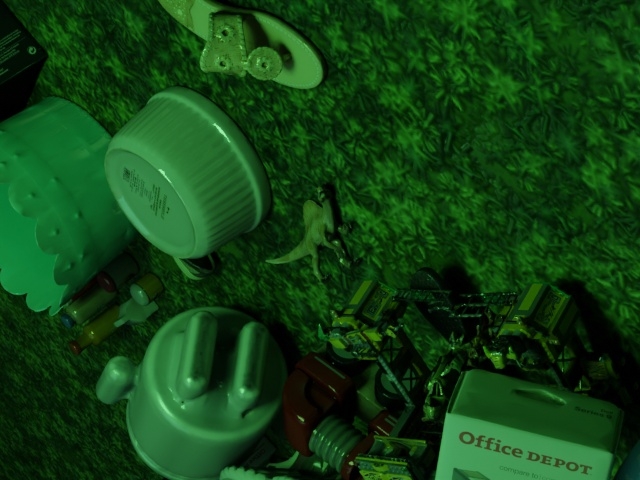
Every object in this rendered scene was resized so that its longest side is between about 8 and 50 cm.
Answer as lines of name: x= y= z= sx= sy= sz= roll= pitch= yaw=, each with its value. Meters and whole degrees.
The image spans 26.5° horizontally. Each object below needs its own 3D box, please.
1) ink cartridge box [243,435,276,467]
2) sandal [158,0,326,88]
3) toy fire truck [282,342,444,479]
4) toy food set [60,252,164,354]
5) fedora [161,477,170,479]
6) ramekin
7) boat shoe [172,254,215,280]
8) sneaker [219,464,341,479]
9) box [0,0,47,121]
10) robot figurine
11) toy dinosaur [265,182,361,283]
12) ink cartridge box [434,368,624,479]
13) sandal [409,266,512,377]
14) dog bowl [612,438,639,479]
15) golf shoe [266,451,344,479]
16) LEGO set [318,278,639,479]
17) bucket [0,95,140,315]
ink cartridge box: x=-0.143 y=0.325 z=2.101 sx=0.180 sy=0.104 sz=0.060 roll=44 pitch=150 yaw=10
sandal: x=-0.108 y=-0.209 z=1.447 sx=0.240 sy=0.079 sz=0.088 roll=35 pitch=148 yaw=25
toy fire truck: x=0.024 y=0.267 z=1.648 sx=0.217 sy=0.246 sz=0.158 roll=34 pitch=147 yaw=26
toy food set: x=-0.335 y=0.099 z=2.101 sx=0.111 sy=0.104 sz=0.232 roll=53 pitch=151 yaw=-6
fedora: x=-0.198 y=0.473 z=2.179 sx=0.334 sy=0.152 sz=0.334 roll=50 pitch=179 yaw=1
ramekin: x=-0.170 y=-0.074 z=1.664 sx=0.207 sy=0.109 sz=0.207 roll=35 pitch=149 yaw=25
boat shoe: x=-0.194 y=-0.012 z=1.834 sx=0.152 sy=0.056 sz=0.049 roll=47 pitch=148 yaw=-16
sneaker: x=-0.062 y=0.364 z=1.812 sx=0.281 sy=0.105 sz=0.115 roll=-6 pitch=77 yaw=63
box: x=-0.507 y=-0.255 z=1.934 sx=0.184 sy=0.103 sz=0.261 roll=52 pitch=151 yaw=2
robot figurine: x=-0.163 y=0.222 z=1.907 sx=0.300 sy=0.200 sz=0.353 roll=16 pitch=150 yaw=-9
toy dinosaur: x=0.000 y=0.000 z=1.591 sx=0.093 sy=0.053 sz=0.183 roll=58 pitch=147 yaw=19
ink cartridge box: x=0.182 y=0.243 z=1.260 sx=0.154 sy=0.093 sz=0.212 roll=13 pitch=114 yaw=12
sandal: x=0.157 y=0.090 z=1.478 sx=0.179 sy=0.040 sz=0.067 roll=52 pitch=157 yaw=-24
dog bowl: x=0.337 y=0.255 z=1.293 sx=0.074 sy=0.166 sz=0.297 roll=42 pitch=152 yaw=31
golf shoe: x=-0.037 y=0.380 z=1.974 sx=0.120 sy=0.105 sz=0.273 roll=51 pitch=124 yaw=21
LEGO set: x=0.135 y=0.180 z=1.386 sx=0.331 sy=0.192 sz=0.255 roll=6 pitch=137 yaw=37
bucket: x=-0.389 y=-0.056 z=1.915 sx=0.281 sy=0.183 sz=0.281 roll=35 pitch=147 yaw=26
